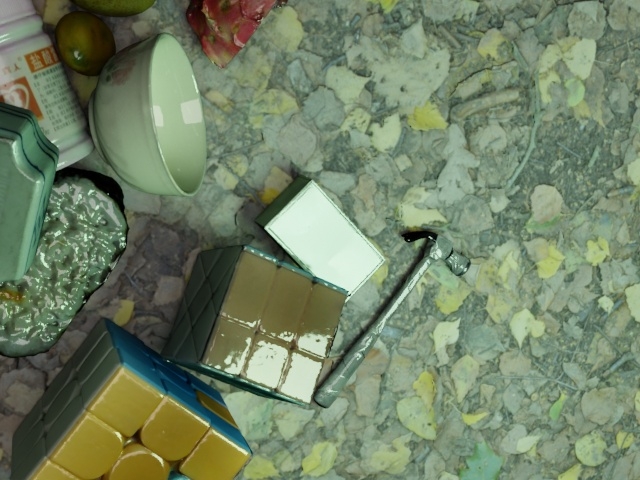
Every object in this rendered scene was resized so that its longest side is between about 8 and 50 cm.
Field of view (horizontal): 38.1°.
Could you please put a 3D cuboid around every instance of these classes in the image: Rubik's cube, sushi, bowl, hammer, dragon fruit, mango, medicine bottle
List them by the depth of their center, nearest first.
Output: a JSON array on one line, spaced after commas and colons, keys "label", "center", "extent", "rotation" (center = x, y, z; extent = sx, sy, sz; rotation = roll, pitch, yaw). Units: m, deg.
[{"label": "medicine bottle", "center": [-0.515, -0.257, 1.499], "extent": [0.202, 0.202, 0.316], "rotation": [-24, 108, -12]}, {"label": "mango", "center": [-0.395, -0.330, 1.546], "extent": [0.089, 0.163, 0.111], "rotation": [-29, 91, 4]}, {"label": "bowl", "center": [-0.298, -0.203, 1.565], "extent": [0.145, 0.277, 0.277], "rotation": [-8, 105, 12]}, {"label": "sushi", "center": [-0.473, 0.033, 1.589], "extent": [0.210, 0.171, 0.350], "rotation": [27, 92, -22]}, {"label": "dragon fruit", "center": [-0.135, -0.438, 1.606], "extent": [0.126, 0.161, 0.274], "rotation": [35, 91, -23]}, {"label": "Rubik's cube", "center": [-0.339, 0.358, 1.631], "extent": [0.291, 0.290, 0.291], "rotation": [39, 87, -22]}, {"label": "Rubik's cube", "center": [-0.120, 0.152, 1.668], "extent": [0.224, 0.231, 0.221], "rotation": [25, 76, -24]}, {"label": "hammer", "center": [0.132, 0.168, 1.875], "extent": [0.152, 0.044, 0.427], "rotation": [35, 89, -20]}]

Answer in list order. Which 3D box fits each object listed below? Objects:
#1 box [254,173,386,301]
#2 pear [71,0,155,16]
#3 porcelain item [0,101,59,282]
[{"label": "box", "center": [0.000, 0.000, 1.776], "extent": [0.129, 0.086, 0.225], "rotation": [-45, 110, -6]}, {"label": "pear", "center": [-0.354, -0.468, 1.503], "extent": [0.228, 0.211, 0.188], "rotation": [37, 86, -21]}, {"label": "porcelain item", "center": [-0.546, -0.076, 1.367], "extent": [0.281, 0.157, 0.286], "rotation": [14, 113, -12]}]
